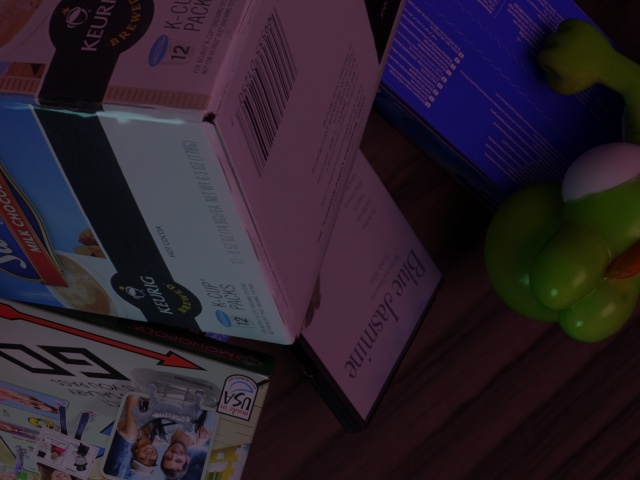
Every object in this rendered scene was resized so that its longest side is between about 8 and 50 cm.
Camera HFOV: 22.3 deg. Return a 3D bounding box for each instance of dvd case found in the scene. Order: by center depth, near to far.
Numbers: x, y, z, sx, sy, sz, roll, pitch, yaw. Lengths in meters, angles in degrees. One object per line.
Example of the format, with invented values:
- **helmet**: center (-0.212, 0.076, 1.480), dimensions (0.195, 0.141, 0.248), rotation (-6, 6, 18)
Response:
- **dvd case**: center (0.000, 0.000, 1.266), dimensions (0.253, 0.022, 0.180), rotation (55, 44, -26)

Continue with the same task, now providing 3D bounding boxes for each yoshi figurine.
- **yoshi figurine**: center (0.248, -0.063, 1.300), dimensions (0.362, 0.203, 0.203), rotation (-49, 161, -30)

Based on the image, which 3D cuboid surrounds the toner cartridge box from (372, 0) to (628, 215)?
- **toner cartridge box**: center (0.111, -0.161, 1.312), dimensions (0.348, 0.075, 0.165), rotation (39, 80, -30)

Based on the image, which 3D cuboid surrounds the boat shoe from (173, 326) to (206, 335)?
- **boat shoe**: center (-0.129, 0.076, 1.159), dimensions (0.223, 0.080, 0.073), rotation (-57, 164, -1)

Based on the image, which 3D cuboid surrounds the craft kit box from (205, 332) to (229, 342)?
- **craft kit box**: center (-0.179, 0.019, 1.192), dimensions (0.250, 0.061, 0.247), rotation (-46, 121, -15)

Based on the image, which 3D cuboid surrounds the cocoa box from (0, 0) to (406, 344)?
- **cocoa box**: center (-0.094, -0.150, 0.999), dimensions (0.231, 0.228, 0.347), rotation (71, 31, -55)

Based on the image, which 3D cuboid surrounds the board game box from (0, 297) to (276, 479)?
- **board game box**: center (-0.211, 0.135, 1.090), dimensions (0.317, 0.046, 0.213), rotation (16, 105, -2)
